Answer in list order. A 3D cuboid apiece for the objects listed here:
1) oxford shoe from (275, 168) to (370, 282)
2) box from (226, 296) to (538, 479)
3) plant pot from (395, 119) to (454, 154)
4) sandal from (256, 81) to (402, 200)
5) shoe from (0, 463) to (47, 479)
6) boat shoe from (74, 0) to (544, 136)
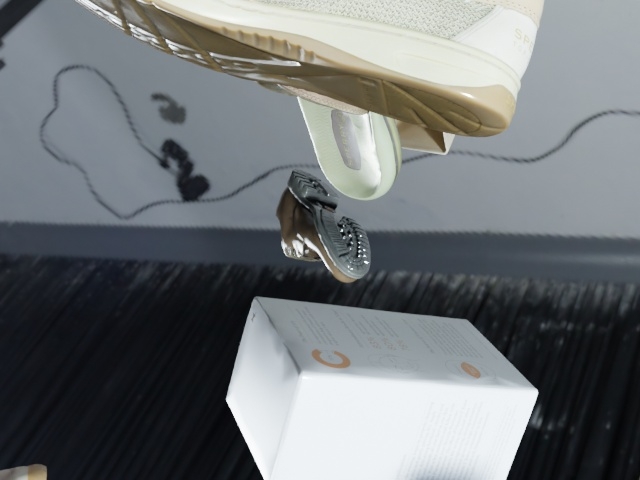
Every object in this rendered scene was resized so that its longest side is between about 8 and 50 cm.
[{"bbox_3d":[0.000,0.000,1.348,0.082,0.227,0.096,22,110,-30],"label":"oxford shoe"},{"bbox_3d":[0.077,0.210,1.376,0.345,0.215,0.168,8,110,-24],"label":"box"},{"bbox_3d":[0.136,-0.194,1.371,0.109,0.096,0.109,12,135,30],"label":"plant pot"},{"bbox_3d":[-0.007,-0.143,0.874,0.120,0.086,0.303,20,143,43],"label":"sandal"},{"bbox_3d":[-0.209,0.242,0.659,0.058,0.219,0.077,9,128,-22],"label":"shoe"},{"bbox_3d":[-0.024,-0.149,0.590,0.302,0.098,0.109,18,174,8],"label":"boat shoe"}]
